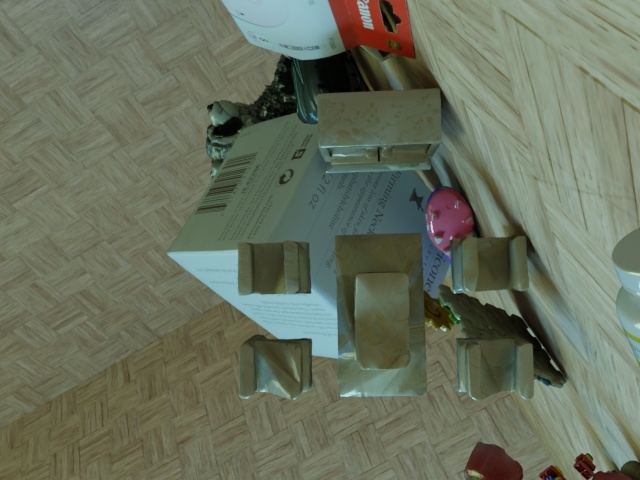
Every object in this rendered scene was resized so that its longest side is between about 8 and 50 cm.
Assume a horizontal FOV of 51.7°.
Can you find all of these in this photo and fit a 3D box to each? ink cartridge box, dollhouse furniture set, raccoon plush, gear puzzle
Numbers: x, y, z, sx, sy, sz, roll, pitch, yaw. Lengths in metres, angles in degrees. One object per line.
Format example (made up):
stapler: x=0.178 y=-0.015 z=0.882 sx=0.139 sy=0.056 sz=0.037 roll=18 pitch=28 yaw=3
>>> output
ink cartridge box: x=-0.010 y=-0.275 z=0.805 sx=0.232 sy=0.066 sz=0.189 roll=26 pitch=174 yaw=17
dollhouse furniture set: x=0.084 y=0.014 z=0.937 sx=0.256 sy=0.362 sz=0.394 roll=18 pitch=-110 yaw=-85
raccoon plush: x=-0.046 y=-0.188 z=1.478 sx=0.446 sy=0.299 sz=0.216 roll=39 pitch=-165 yaw=-6
gear puzzle: x=0.261 y=0.158 z=1.078 sx=0.338 sy=0.044 sz=0.175 roll=22 pitch=-152 yaw=-36

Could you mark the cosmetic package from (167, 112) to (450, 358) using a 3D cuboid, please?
cosmetic package: x=0.000 y=0.000 z=1.274 sx=0.327 sy=0.329 sz=0.393 roll=-4 pitch=143 yaw=49

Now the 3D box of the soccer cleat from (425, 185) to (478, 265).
soccer cleat: x=0.237 y=-0.012 z=1.159 sx=0.248 sy=0.083 sz=0.095 roll=53 pitch=-168 yaw=-38

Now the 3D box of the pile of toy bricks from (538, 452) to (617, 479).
pile of toy bricks: x=0.502 y=0.456 z=1.164 sx=0.212 sy=0.118 sz=0.105 roll=45 pitch=-150 yaw=12

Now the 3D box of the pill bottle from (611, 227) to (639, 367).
pill bottle: x=0.205 y=0.049 z=0.365 sx=0.116 sy=0.065 sz=0.065 roll=58 pitch=-175 yaw=-21

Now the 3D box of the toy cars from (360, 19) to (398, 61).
toy cars: x=-0.011 y=-0.351 z=0.837 sx=0.176 sy=0.087 sz=0.393 roll=58 pitch=-171 yaw=27

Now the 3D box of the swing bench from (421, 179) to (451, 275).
swing bench: x=0.220 y=-0.039 z=1.711 sx=0.253 sy=0.165 sz=0.255 roll=59 pitch=-176 yaw=-19

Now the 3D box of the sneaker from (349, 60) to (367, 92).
sneaker: x=0.004 y=-0.442 z=1.581 sx=0.350 sy=0.131 sz=0.148 roll=49 pitch=-171 yaw=-14

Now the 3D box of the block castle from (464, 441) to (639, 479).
block castle: x=0.409 y=0.515 z=0.996 sx=0.303 sy=0.213 sz=0.453 roll=-7 pitch=122 yaw=55

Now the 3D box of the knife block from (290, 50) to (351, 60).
knife block: x=-0.072 y=-0.435 z=1.386 sx=0.088 sy=0.275 sz=0.242 roll=-77 pitch=-13 yaw=-84

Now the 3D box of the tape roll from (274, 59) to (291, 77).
tape roll: x=0.017 y=-0.344 z=1.742 sx=0.321 sy=0.077 sz=0.321 roll=33 pitch=-139 yaw=-34

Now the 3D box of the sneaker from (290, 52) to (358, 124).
sneaker: x=-0.012 y=-0.308 z=1.017 sx=0.106 sy=0.101 sz=0.268 roll=-18 pitch=71 yaw=58
